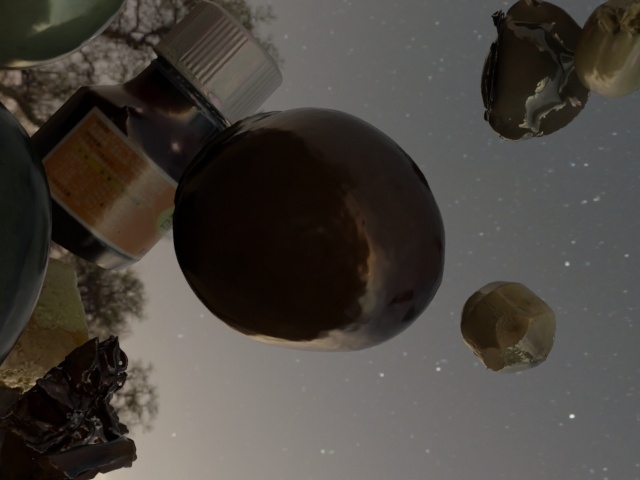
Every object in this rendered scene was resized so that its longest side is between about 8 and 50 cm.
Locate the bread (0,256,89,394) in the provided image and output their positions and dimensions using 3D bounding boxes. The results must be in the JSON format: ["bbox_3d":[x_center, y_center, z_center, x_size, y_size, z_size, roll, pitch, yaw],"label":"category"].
[{"bbox_3d":[-0.543,0.111,1.133,0.165,0.375,0.236,-33,-121,25],"label":"bread"}]

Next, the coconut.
[{"bbox_3d":[0.340,0.163,1.337,0.162,0.161,0.161,56,-40,35],"label":"coconut"}]

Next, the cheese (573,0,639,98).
[{"bbox_3d":[0.575,-0.387,1.351,0.127,0.266,0.233,41,-20,19],"label":"cheese"}]

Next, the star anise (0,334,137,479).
[{"bbox_3d":[-0.306,0.229,0.912,0.237,0.148,0.346,-50,-170,-14],"label":"star anise"}]

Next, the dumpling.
[{"bbox_3d":[0.427,-0.344,1.514,0.205,0.163,0.292,18,-79,38],"label":"dumpling"}]

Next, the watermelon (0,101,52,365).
[{"bbox_3d":[-0.374,0.024,0.596,0.279,0.279,0.359,19,-100,61],"label":"watermelon"}]

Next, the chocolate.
[{"bbox_3d":[0.000,0.000,0.470,0.177,0.177,0.176,8,-80,62],"label":"chocolate"}]

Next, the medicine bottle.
[{"bbox_3d":[-0.244,-0.161,1.089,0.395,0.242,0.242,-46,-141,4],"label":"medicine bottle"}]

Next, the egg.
[{"bbox_3d":[-0.375,-0.352,0.938,0.352,0.259,0.258,-17,-104,42],"label":"egg"}]
